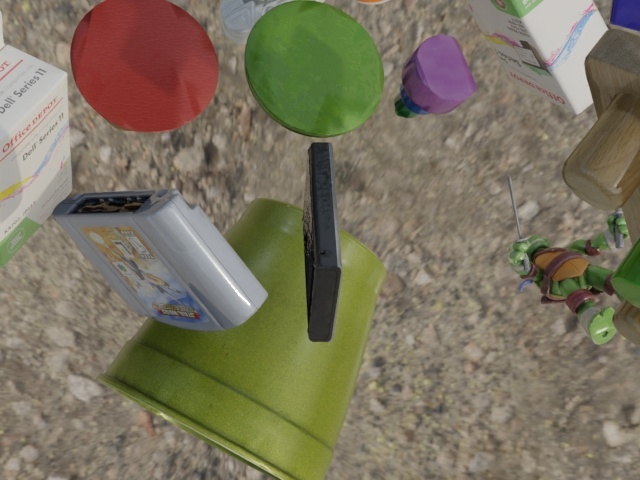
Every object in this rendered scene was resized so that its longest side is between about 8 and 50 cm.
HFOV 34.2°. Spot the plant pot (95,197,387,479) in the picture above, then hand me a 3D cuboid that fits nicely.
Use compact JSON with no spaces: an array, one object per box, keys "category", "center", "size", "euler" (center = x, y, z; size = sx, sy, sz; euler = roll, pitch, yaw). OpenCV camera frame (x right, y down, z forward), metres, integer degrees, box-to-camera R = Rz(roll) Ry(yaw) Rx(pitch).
[{"category":"plant pot","center":[-0.082,0.141,1.544],"size":[0.367,0.366,0.353],"euler":[29,76,0]}]

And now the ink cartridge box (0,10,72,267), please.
[{"category":"ink cartridge box","center":[-0.486,-0.148,1.585],"size":[0.119,0.353,0.207],"euler":[26,53,9]}]

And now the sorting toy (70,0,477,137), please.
[{"category":"sorting toy","center":[-0.046,-0.132,0.935],"size":[0.366,0.126,0.127],"euler":[-3,74,-22]}]

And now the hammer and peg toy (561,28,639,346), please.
[{"category":"hammer and peg toy","center":[0.250,-0.009,0.499],"size":[0.266,0.361,0.127],"euler":[32,78,34]}]

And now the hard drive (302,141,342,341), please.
[{"category":"hard drive","center":[0.000,0.000,0.839],"size":[0.022,0.094,0.135],"euler":[0,49,-5]}]

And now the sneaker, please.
[{"category":"sneaker","center":[-0.037,-0.252,1.110],"size":[0.090,0.115,0.232],"euler":[24,44,12]}]

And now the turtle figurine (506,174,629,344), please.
[{"category":"turtle figurine","center":[0.410,0.017,1.657],"size":[0.198,0.266,0.274],"euler":[8,118,-34]}]

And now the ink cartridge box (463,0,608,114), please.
[{"category":"ink cartridge box","center":[0.337,-0.355,1.644],"size":[0.117,0.201,0.278],"euler":[-42,125,-1]}]

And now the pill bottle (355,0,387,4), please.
[{"category":"pill bottle","center":[0.066,-0.467,1.605],"size":[0.121,0.221,0.121],"euler":[-4,72,12]}]

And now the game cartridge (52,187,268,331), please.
[{"category":"game cartridge","center":[-0.198,0.026,1.268],"size":[0.062,0.297,0.198],"euler":[-45,116,-28]}]

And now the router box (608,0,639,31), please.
[{"category":"router box","center":[0.549,-0.292,1.179],"size":[0.336,0.082,0.301],"euler":[25,43,33]}]
